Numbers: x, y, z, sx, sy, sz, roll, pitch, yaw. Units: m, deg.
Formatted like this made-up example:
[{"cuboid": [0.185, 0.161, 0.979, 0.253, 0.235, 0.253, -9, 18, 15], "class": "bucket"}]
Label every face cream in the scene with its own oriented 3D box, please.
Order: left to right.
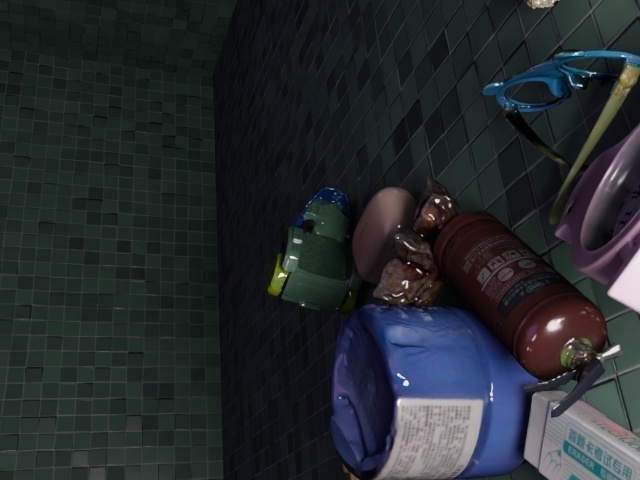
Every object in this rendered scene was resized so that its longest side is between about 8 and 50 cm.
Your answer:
[{"cuboid": [0.151, 0.217, 1.015, 0.249, 0.225, 0.249, -176, 90, -69], "class": "face cream"}]

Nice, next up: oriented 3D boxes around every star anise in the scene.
[{"cuboid": [0.171, 0.028, 1.122, 0.223, 0.109, 0.236, -60, -19, -18], "class": "star anise"}]

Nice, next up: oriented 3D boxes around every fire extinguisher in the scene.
[{"cuboid": [0.252, 0.084, 0.890, 0.114, 0.135, 0.337, 63, 177, -31], "class": "fire extinguisher"}]

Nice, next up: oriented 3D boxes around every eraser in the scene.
[{"cuboid": [0.317, 0.255, 0.788, 0.225, 0.052, 0.095, -148, 62, -69], "class": "eraser"}]

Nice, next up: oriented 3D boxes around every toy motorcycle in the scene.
[{"cuboid": [0.000, 0.000, 1.591, 0.326, 0.191, 0.200, -89, 17, -54], "class": "toy motorcycle"}]

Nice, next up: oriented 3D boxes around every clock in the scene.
[{"cuboid": [0.335, -0.083, 0.652, 0.290, 0.080, 0.275, -62, -2, 10], "class": "clock"}]

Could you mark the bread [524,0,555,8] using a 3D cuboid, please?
[{"cuboid": [0.304, -0.377, 0.914, 0.106, 0.082, 0.125, -92, 7, -47], "class": "bread"}]

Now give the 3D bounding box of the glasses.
[{"cuboid": [0.315, -0.131, 0.866, 0.206, 0.102, 0.239, 67, 161, -8], "class": "glasses"}]

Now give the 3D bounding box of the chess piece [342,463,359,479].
[{"cuboid": [0.071, 0.470, 1.456, 0.060, 0.060, 0.172, 116, 154, -47], "class": "chess piece"}]

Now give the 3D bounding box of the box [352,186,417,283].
[{"cuboid": [0.124, -0.008, 1.340, 0.200, 0.088, 0.146, 116, 152, -45], "class": "box"}]
